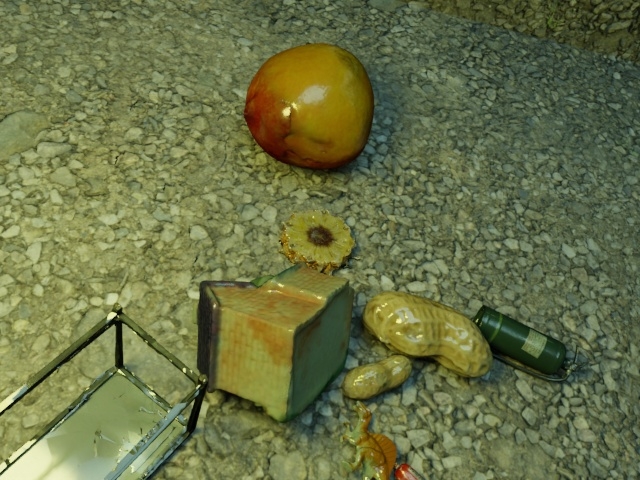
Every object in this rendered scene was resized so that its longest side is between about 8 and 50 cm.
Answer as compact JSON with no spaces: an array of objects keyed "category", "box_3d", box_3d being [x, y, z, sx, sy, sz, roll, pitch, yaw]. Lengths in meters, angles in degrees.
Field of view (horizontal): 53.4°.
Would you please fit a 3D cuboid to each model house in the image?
[{"category":"model house","box_3d":[-0.114,0.184,1.338,0.280,0.245,0.312,12,20,24]}]

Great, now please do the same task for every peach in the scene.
[{"category":"peach","box_3d":[-0.024,-0.349,1.670,0.373,0.290,0.372,13,71,-41]}]

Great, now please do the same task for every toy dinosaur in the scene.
[{"category":"toy dinosaur","box_3d":[0.112,0.449,1.312,0.212,0.057,0.142,45,49,12]}]

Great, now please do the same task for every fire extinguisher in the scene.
[{"category":"fire extinguisher","box_3d":[0.509,0.261,1.542,0.294,0.093,0.118,26,78,1]}]

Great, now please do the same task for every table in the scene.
[{"category":"table","box_3d":[-0.397,0.337,1.091,0.222,0.272,0.335,37,54,11]}]

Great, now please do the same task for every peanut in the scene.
[{"category":"peanut","box_3d":[0.130,0.299,1.401,0.175,0.080,0.080,-16,62,-25]},{"category":"peanut","box_3d":[0.252,0.215,1.461,0.325,0.140,0.153,26,35,0]}]

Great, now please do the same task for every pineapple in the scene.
[{"category":"pineapple","box_3d":[0.000,0.000,1.592,0.221,0.047,0.221,9,53,-12]}]

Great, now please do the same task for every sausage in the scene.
[{"category":"sausage","box_3d":[0.205,0.506,1.302,0.145,0.048,0.050,43,93,16]}]
